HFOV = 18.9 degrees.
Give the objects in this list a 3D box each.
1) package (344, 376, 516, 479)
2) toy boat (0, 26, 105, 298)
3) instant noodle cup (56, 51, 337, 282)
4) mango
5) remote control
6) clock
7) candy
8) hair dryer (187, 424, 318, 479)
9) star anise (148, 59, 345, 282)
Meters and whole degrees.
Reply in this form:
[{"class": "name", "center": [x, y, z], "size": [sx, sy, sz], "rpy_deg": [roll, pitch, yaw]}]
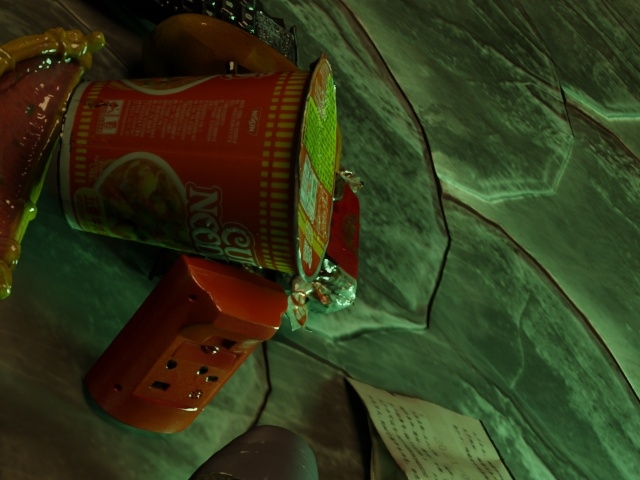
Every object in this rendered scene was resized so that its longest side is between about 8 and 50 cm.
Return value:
[{"class": "package", "center": [0.132, 0.247, 1.865], "size": [0.204, 0.062, 0.251], "rpy_deg": [25, 36, -40]}, {"class": "toy boat", "center": [-0.263, -0.070, 1.611], "size": [0.318, 0.099, 0.141], "rpy_deg": [-77, 153, -44]}, {"class": "instant noodle cup", "center": [-0.103, -0.068, 1.624], "size": [0.193, 0.212, 0.193], "rpy_deg": [5, 90, -81]}, {"class": "mango", "center": [-0.078, -0.129, 1.903], "size": [0.236, 0.136, 0.166], "rpy_deg": [46, 20, -4]}, {"class": "remote control", "center": [-0.187, -0.278, 1.977], "size": [0.399, 0.062, 0.144], "rpy_deg": [31, 36, -29]}, {"class": "clock", "center": [-0.109, 0.093, 1.604], "size": [0.113, 0.155, 0.061], "rpy_deg": [17, 33, -42]}, {"class": "candy", "center": [0.000, -0.001, 1.944], "size": [0.086, 0.059, 0.292], "rpy_deg": [38, 32, -21]}, {"class": "hair dryer", "center": [-0.006, 0.354, 1.544], "size": [0.361, 0.121, 0.301], "rpy_deg": [48, 39, -17]}, {"class": "star anise", "center": [-0.079, -0.024, 1.764], "size": [0.220, 0.190, 0.126], "rpy_deg": [47, 6, -4]}]
